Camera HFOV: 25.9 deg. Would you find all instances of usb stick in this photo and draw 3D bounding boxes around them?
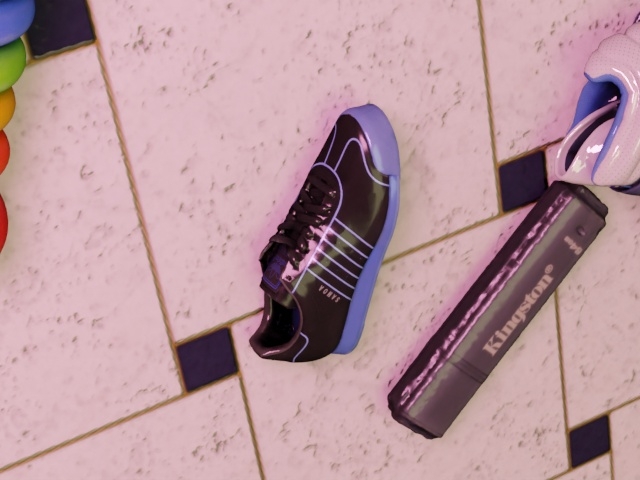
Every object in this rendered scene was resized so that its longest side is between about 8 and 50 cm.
[{"bbox_3d":[0.165,0.065,1.295,0.077,0.045,0.278,36,93,-35],"label":"usb stick"}]

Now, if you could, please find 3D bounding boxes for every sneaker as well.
[{"bbox_3d":[0.000,0.000,1.152,0.090,0.081,0.232,-6,117,-34],"label":"sneaker"},{"bbox_3d":[0.318,-0.058,1.283,0.236,0.130,0.323,-13,123,-12],"label":"sneaker"}]

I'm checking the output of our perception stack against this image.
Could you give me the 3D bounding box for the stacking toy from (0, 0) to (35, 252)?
[{"bbox_3d":[-0.255,-0.121,0.940,0.141,0.141,0.330,-6,123,-26],"label":"stacking toy"}]
